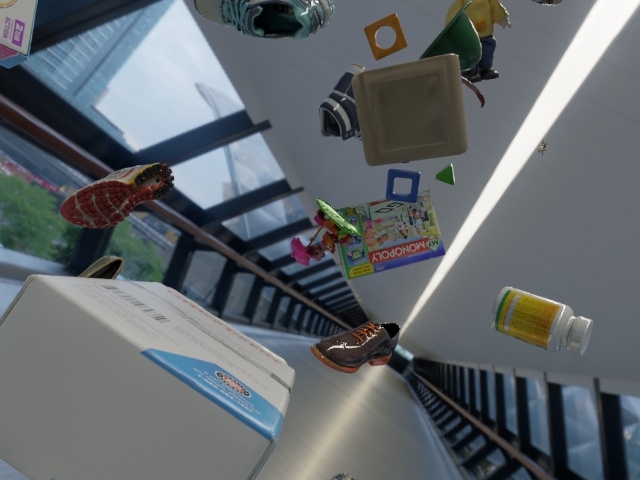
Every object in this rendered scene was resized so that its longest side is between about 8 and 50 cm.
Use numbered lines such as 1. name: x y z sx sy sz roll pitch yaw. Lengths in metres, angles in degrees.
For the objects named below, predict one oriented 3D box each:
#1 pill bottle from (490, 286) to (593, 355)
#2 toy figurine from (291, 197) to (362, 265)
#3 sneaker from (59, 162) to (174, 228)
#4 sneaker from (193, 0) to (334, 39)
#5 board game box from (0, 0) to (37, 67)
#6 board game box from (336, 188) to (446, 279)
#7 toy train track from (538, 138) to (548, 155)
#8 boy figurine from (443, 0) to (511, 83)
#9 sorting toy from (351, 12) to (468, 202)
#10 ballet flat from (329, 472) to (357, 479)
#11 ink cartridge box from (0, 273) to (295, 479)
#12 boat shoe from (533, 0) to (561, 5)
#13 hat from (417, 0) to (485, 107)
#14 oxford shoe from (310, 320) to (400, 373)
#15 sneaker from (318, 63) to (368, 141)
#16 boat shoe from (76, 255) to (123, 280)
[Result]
1. pill bottle: 0.528 0.196 1.225 0.208 0.117 0.117 18 -16 37
2. toy figurine: 0.000 0.000 1.310 0.173 0.159 0.130 30 19 -44
3. sneaker: -0.400 -0.088 1.003 0.093 0.225 0.088 9 -62 39
4. sneaker: -0.125 -0.438 0.959 0.283 0.122 0.110 12 -43 18
5. board game box: -0.540 -0.411 0.672 0.064 0.242 0.317 -4 -13 35
6. board game box: 0.204 -0.020 1.554 0.046 0.318 0.213 151 -75 -78
7. toy train track: 0.622 -0.257 1.424 0.014 0.048 0.083 6 22 32
8. boy figurine: 0.388 -0.541 1.261 0.092 0.177 0.285 -119 -160 -67
9. sorting toy: 0.170 -0.244 0.966 0.196 0.347 0.047 -6 19 18
10. ballet flat: 0.030 0.469 0.662 0.182 0.164 0.483 21 9 -21
11. ink cartridge box: -0.155 0.148 0.517 0.223 0.129 0.307 32 -5 3
12. boat shoe: 0.483 -0.649 1.262 0.342 0.123 0.123 -97 161 -46
13. hat: 0.316 -0.366 1.061 0.184 0.208 0.173 40 -51 -3
14. oxford shoe: 0.080 0.212 1.092 0.097 0.098 0.271 39 18 31
15. sneaker: 0.105 -0.251 1.196 0.282 0.153 0.099 48 -15 -32
16. boat shoe: -0.454 0.099 0.986 0.072 0.190 0.068 -11 -50 46
